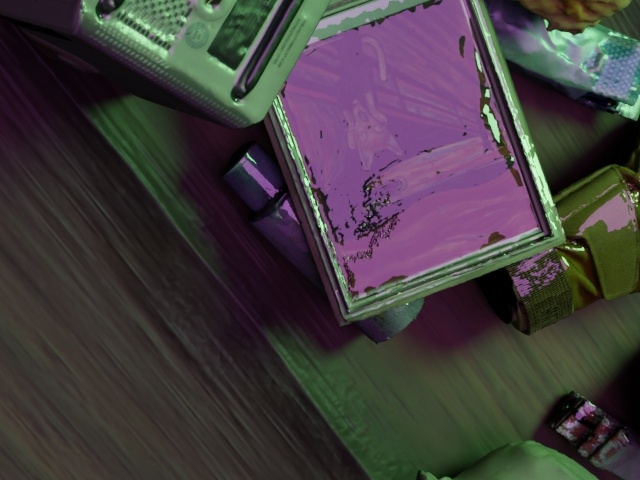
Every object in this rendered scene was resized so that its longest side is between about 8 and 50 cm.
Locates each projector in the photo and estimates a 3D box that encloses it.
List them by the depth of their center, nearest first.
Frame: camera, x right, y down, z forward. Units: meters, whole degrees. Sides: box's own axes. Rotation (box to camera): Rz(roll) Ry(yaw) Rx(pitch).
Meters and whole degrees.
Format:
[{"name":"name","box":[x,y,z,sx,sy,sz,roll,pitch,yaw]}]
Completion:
[{"name":"projector","box":[-0.133,-0.199,1.038,0.177,0.242,0.163,31,85,-36]}]

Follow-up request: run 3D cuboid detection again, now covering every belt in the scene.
[{"name":"belt","box":[0.175,-0.189,1.209,0.302,0.087,0.072,21,87,-20]},{"name":"belt","box":[0.327,0.228,1.323,0.232,0.071,0.053,34,105,-17]}]

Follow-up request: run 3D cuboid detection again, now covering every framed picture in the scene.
[{"name":"framed picture","box":[0.070,-0.087,1.135,0.216,0.016,0.273,-21,97,-5]}]

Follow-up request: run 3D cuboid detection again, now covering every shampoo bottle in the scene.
[{"name":"shampoo bottle","box":[0.000,0.000,1.186,0.214,0.072,0.072,44,83,-17]}]

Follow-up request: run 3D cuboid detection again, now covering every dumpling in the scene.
[{"name":"dumpling","box":[0.224,0.273,1.215,0.243,0.227,0.175,-13,103,-24]}]

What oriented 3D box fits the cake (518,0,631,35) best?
[{"name":"cake","box":[0.219,-0.364,1.113,0.227,0.222,0.286,29,53,-23]}]

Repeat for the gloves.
[{"name":"gloves","box":[0.298,-0.023,1.244,0.331,0.141,0.154,-25,103,-14]}]
